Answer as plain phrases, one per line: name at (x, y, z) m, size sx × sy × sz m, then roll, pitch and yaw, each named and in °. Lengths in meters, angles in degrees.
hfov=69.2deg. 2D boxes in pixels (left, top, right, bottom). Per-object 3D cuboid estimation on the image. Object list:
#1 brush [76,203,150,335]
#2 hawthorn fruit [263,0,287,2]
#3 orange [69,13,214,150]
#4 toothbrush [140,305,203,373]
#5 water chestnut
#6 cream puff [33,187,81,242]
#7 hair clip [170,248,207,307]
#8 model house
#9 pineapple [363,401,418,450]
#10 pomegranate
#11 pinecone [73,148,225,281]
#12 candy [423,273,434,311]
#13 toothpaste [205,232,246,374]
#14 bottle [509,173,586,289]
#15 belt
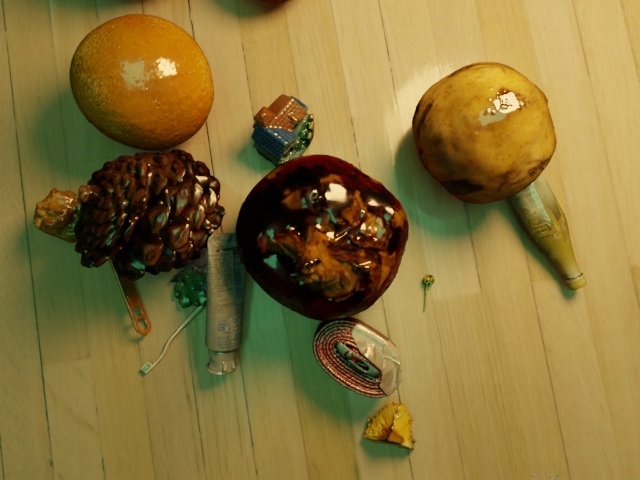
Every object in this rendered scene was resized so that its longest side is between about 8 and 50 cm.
brush at (-0.439, 0.063, 1.012) m, size 0.017 × 0.090 × 0.314 m, roll -21°, pitch 91°, yaw 25°
hawthorn fruit at (-0.080, -0.642, 1.004) m, size 0.261 × 0.224 × 0.224 m, roll -25°, pitch 85°, yaw -24°
orange at (-0.358, -0.316, 0.945) m, size 0.275 × 0.274 × 0.274 m, roll 0°, pitch 85°, yaw 1°
toothbrush at (-0.322, 0.214, 1.025) m, size 0.022 × 0.017 × 0.204 m, roll 42°, pitch 88°, yaw -15°
water chestnut at (0.000, 0.000, 0.879) m, size 0.336 × 0.347 × 0.334 m, roll 0°, pitch 96°, yaw 0°
cream puff at (-0.549, -0.050, 1.001) m, size 0.094 × 0.116 × 0.122 m, roll 8°, pitch 113°, yaw 20°
hair clip at (-0.254, 0.065, 1.025) m, size 0.124 × 0.052 × 0.195 m, roll 41°, pitch 94°, yaw 23°
model house at (-0.082, -0.241, 0.990) m, size 0.119 × 0.148 × 0.148 m, roll 41°, pitch 89°, yaw 3°
pineapple at (0.163, 0.408, 0.974) m, size 0.114 × 0.077 × 0.114 m, roll 40°, pitch 91°, yaw -9°
pomegranate at (0.320, -0.214, 0.925) m, size 0.282 × 0.281 × 0.280 m, roll 0°, pitch 85°, yaw 1°
pinecone at (-0.333, -0.053, 0.917) m, size 0.299 × 0.296 × 0.241 m, roll -7°, pitch 99°, yaw 35°
candy at (0.236, 0.116, 1.021) m, size 0.023 × 0.025 × 0.083 m, roll 7°, pitch 95°, yaw 30°
toothpaste at (-0.198, 0.129, 0.965) m, size 0.073 × 0.114 × 0.298 m, roll 14°, pitch 103°, yaw 36°
bottle at (0.491, -0.020, 0.994) m, size 0.083 × 0.083 × 0.269 m, roll -28°, pitch 90°, yaw -1°
belt at (0.077, 0.238, 0.961) m, size 0.201 × 0.124 × 0.128 m, roll 32°, pitch 89°, yaw 4°
